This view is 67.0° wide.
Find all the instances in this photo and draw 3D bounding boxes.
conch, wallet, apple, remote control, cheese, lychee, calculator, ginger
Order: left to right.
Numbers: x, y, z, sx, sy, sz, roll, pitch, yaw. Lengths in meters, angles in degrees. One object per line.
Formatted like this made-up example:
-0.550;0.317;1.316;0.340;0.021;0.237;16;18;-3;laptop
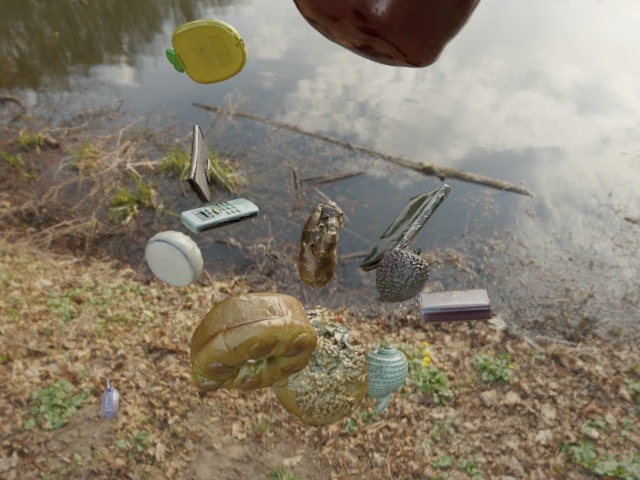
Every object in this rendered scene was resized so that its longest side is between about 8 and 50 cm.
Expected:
-0.666;0.504;1.523;0.042;0.105;0.191;9;-3;-31;cheese
-0.384;-0.240;1.550;0.031;0.137;0.255;-12;52;5;wallet
-0.276;-0.444;1.147;0.234;0.146;0.032;-1;41;31;calculator
-0.389;-0.102;1.912;0.296;0.056;0.140;-19;39;-36;remote control
-0.001;-0.004;1.885;0.152;0.274;0.358;8;35;-2;ginger
0.175;0.396;1.437;0.131;0.200;0.172;29;8;-3;conch
0.099;-0.422;0.733;0.288;0.316;0.288;-21;58;38;apple
0.104;0.042;0.621;0.067;0.083;0.068;23;12;-12;lychee
0.243;-0.037;1.370;0.044;0.169;0.317;47;60;-10;wallet

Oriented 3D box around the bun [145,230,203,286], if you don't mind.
-0.325;0.033;1.116;0.138;0.138;0.094;14;36;17;bun

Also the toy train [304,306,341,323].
-0.028;0.301;1.789;0.203;0.083;0.131;7;6;0;toy train

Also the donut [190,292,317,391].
-0.118;0.181;0.846;0.226;0.227;0.114;-12;54;-10;donut

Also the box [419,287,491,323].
0.445;0.217;1.610;0.224;0.069;0.120;-4;27;12;box

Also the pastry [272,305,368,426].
-0.017;0.303;1.222;0.255;0.162;0.311;-33;61;-22;pastry
